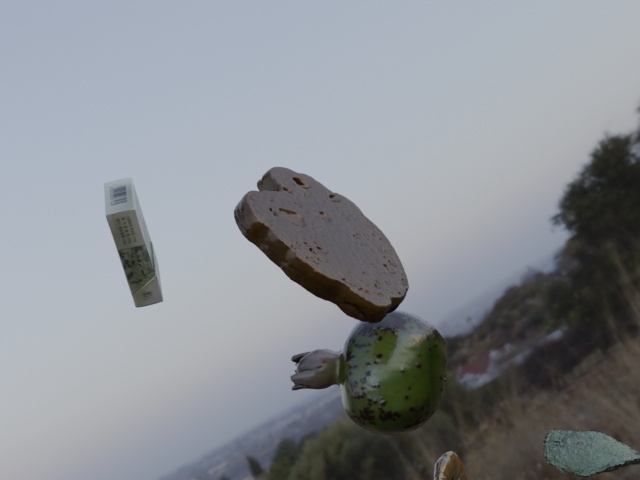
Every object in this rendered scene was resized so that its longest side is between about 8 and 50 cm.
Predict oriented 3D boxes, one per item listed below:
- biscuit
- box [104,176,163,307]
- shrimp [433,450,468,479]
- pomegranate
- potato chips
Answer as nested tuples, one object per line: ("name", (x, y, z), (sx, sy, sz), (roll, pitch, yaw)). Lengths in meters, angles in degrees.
("biscuit", (0.000, 0.000, 1.785), (0.381, 0.359, 0.074), (19, -58, -30))
("box", (-0.430, 0.004, 2.161), (0.069, 0.256, 0.164), (-14, 33, -6))
("shrimp", (0.281, 0.597, 2.011), (0.063, 0.287, 0.152), (-9, -23, 24))
("pomegranate", (0.103, 0.282, 2.037), (0.341, 0.285, 0.285), (4, -7, 6))
("potato chips", (0.559, 0.422, 1.857), (0.167, 0.059, 0.228), (-17, 15, -33))
